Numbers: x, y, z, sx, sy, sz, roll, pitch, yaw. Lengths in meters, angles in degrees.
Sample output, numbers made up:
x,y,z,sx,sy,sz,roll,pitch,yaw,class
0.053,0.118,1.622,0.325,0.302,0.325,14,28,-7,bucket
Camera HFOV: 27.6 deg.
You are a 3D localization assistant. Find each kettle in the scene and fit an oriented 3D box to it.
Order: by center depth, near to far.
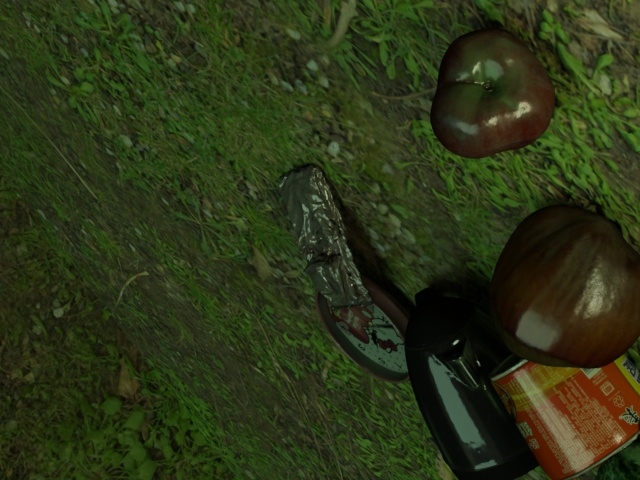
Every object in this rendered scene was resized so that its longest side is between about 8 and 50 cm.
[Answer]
x,y,z,sx,sy,sz,roll,pitch,yaw,class
0.232,0.190,1.958,0.207,0.250,0.271,-19,113,36,kettle

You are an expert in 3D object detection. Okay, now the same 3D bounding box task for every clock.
x,y,z,sx,sy,sz,roll,pitch,yaw,class
0.088,0.143,2.236,0.244,0.056,0.244,35,149,25,clock

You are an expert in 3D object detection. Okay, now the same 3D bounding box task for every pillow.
x,y,z,sx,sy,sz,roll,pitch,yaw,class
0.000,0.000,2.115,0.135,0.049,0.248,-7,106,62,pillow

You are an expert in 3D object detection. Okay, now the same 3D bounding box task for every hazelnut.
x,y,z,sx,sy,sz,roll,pitch,yaw,class
0.304,0.065,1.642,0.210,0.186,0.210,49,167,16,hazelnut

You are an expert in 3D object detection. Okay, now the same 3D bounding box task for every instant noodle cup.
x,y,z,sx,sy,sz,roll,pitch,yaw,class
0.345,0.208,1.788,0.174,0.213,0.213,54,155,3,instant noodle cup

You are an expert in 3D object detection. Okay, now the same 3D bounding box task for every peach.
x,y,z,sx,sy,sz,roll,pitch,yaw,class
0.193,-0.164,1.533,0.152,0.152,0.152,35,153,21,peach

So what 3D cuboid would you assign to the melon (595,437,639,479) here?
x,y,z,sx,sy,sz,roll,pitch,yaw,class
0.515,0.405,1.800,0.343,0.226,0.331,37,178,-27,melon
